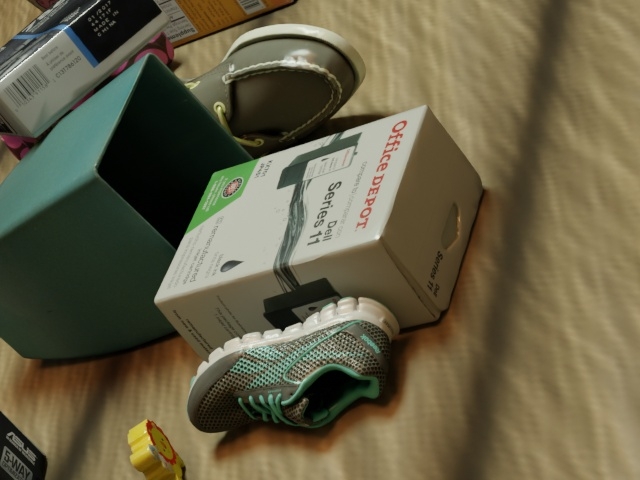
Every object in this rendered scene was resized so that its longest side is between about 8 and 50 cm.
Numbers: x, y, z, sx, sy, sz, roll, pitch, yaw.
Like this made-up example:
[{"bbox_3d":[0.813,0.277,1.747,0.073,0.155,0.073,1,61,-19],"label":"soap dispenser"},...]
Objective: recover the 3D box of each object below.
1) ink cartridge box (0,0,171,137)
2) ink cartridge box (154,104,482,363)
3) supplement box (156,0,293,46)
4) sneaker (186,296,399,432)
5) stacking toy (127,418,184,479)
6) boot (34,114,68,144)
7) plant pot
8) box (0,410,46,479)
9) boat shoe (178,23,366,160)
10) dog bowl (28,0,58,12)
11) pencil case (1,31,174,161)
[{"bbox_3d":[-0.261,-0.173,1.443,0.165,0.065,0.333,-43,17,-13],"label":"ink cartridge box"},{"bbox_3d":[0.000,0.000,1.117,0.208,0.087,0.153,-16,36,33],"label":"ink cartridge box"},{"bbox_3d":[-0.125,-0.280,1.674,0.233,0.080,0.078,-12,37,36],"label":"supplement box"},{"bbox_3d":[-0.023,0.099,1.030,0.166,0.065,0.076,-28,34,21],"label":"sneaker"},{"bbox_3d":[-0.161,0.232,0.998,0.167,0.052,0.221,-34,30,7],"label":"stacking toy"},{"bbox_3d":[-0.221,-0.124,1.574,0.158,0.059,0.084,-14,32,16],"label":"boot"},{"bbox_3d":[-0.192,-0.007,1.273,0.234,0.165,0.165,-26,30,32],"label":"plant pot"},{"bbox_3d":[-0.407,0.179,1.153,0.307,0.242,0.076,-29,30,16],"label":"box"},{"bbox_3d":[-0.084,-0.107,1.352,0.305,0.109,0.091,-15,36,45],"label":"boat shoe"},{"bbox_3d":[-0.222,-0.416,1.904,0.408,0.150,0.408,-28,30,18],"label":"dog bowl"},{"bbox_3d":[-0.260,-0.166,1.649,0.209,0.095,0.098,-43,15,-13],"label":"pencil case"}]
